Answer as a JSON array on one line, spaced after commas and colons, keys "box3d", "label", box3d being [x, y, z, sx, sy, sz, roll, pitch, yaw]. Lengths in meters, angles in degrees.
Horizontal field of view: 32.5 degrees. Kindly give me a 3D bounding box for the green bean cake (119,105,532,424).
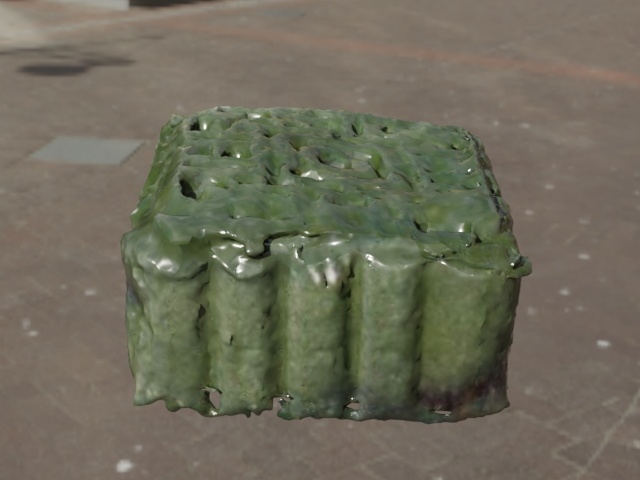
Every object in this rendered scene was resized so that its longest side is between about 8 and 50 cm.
[{"box3d": [0.000, 0.000, 0.519, 0.173, 0.094, 0.181, 3, 25, 0], "label": "green bean cake"}]
